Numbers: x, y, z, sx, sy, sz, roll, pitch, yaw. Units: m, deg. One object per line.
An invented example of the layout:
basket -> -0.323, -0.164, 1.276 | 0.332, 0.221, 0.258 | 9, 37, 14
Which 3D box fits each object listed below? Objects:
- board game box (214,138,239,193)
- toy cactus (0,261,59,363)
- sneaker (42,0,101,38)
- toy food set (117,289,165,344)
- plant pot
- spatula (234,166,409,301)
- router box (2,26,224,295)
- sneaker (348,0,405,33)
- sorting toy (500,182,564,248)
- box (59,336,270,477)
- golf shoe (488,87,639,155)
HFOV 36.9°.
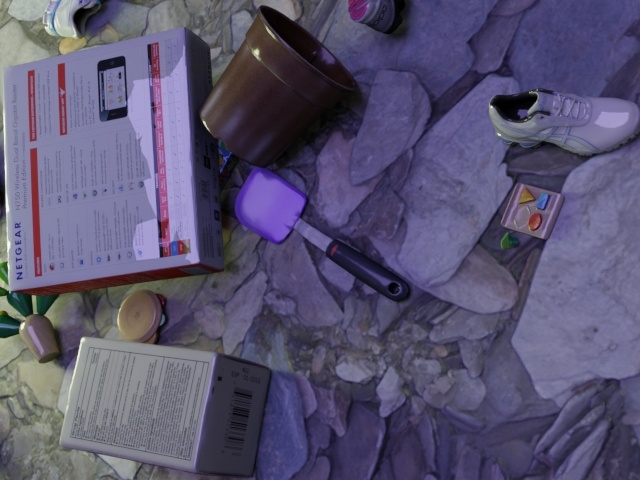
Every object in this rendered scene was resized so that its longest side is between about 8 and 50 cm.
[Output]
board game box -> -0.225, -0.122, 1.399 | 0.201, 0.035, 0.136 | 29, 92, 21
toy cactus -> -0.452, 0.100, 1.464 | 0.219, 0.112, 0.180 | -35, 70, 6
sneaker -> -0.394, -0.426, 1.607 | 0.083, 0.071, 0.191 | 23, 102, 24
toy food set -> -0.257, 0.110, 1.381 | 0.083, 0.020, 0.082 | 24, 88, 34
plant pot -> -0.067, -0.198, 1.287 | 0.165, 0.167, 0.167 | -47, 57, 18
spatula -> 0.000, 0.000, 1.255 | 0.296, 0.030, 0.084 | 34, 95, 34
router box -> -0.297, -0.106, 1.358 | 0.301, 0.082, 0.335 | -8, 79, 18
sneaker -> 0.079, -0.338, 1.301 | 0.063, 0.075, 0.170 | -39, 34, 35
sorting toy -> 0.243, -0.024, 1.127 | 0.062, 0.012, 0.083 | 21, 86, 34
box -> -0.202, 0.216, 1.250 | 0.232, 0.127, 0.149 | 3, 77, 32
golf shoe -> 0.277, -0.141, 1.102 | 0.176, 0.086, 0.069 | 1, 73, 29
